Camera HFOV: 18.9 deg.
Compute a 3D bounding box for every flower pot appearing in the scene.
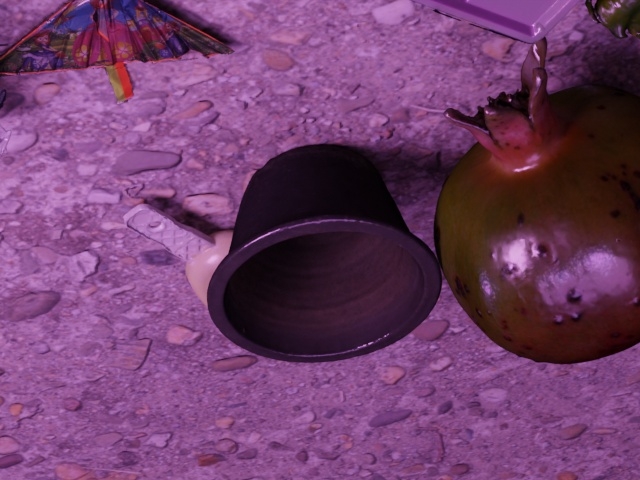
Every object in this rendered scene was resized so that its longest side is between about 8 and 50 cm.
[{"bbox_3d":[0.000,0.000,1.955,0.235,0.148,0.235,-4,142,-3],"label":"flower pot"}]

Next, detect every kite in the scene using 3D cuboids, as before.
[{"bbox_3d":[-0.204,-0.183,1.775,0.241,0.014,0.183,-9,147,0],"label":"kite"}]

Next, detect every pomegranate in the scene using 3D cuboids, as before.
[{"bbox_3d":[0.226,-0.039,1.883,0.323,0.291,0.291,41,126,-15],"label":"pomegranate"}]

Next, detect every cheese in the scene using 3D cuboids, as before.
[{"bbox_3d":[-0.111,0.020,2.042,0.127,0.054,0.251,-35,137,27],"label":"cheese"}]

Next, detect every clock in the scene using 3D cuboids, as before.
[{"bbox_3d":[0.151,-0.264,1.698,0.197,0.063,0.150,15,138,-29],"label":"clock"}]

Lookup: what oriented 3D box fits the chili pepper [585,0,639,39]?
[{"bbox_3d":[0.355,-0.304,1.689,0.085,0.076,0.359,29,135,-8],"label":"chili pepper"}]

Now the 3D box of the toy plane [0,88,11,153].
[{"bbox_3d":[-0.349,-0.140,1.761,0.160,0.082,0.234,17,123,-16],"label":"toy plane"}]
